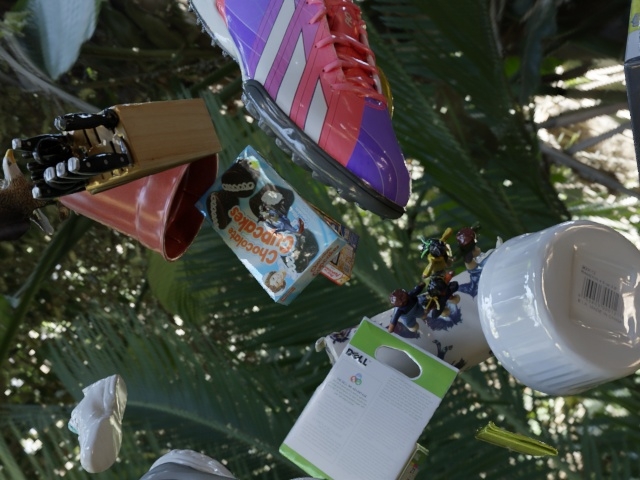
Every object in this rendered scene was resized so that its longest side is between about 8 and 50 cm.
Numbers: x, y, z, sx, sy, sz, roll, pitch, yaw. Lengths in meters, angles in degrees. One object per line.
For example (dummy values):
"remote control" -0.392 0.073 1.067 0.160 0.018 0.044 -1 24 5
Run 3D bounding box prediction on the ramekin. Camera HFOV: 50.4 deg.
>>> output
"ramekin" 0.404 0.101 1.082 0.277 0.277 0.135 -47 2 -26

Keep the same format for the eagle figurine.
"eagle figurine" -0.735 -0.107 1.560 0.299 0.226 0.225 -11 -85 -30

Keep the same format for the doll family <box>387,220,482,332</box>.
"doll family" 0.159 0.052 0.950 0.192 0.076 0.111 -65 -23 -11

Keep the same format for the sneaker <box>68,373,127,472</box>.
"sneaker" -0.405 0.330 1.203 0.212 0.094 0.080 -100 -4 -61

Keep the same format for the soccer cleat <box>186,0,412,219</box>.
"soccer cleat" -0.005 -0.147 0.534 0.116 0.318 0.109 -43 -39 15

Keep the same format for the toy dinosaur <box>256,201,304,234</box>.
"toy dinosaur" -0.062 -0.034 1.138 0.090 0.082 0.047 -20 -47 -80

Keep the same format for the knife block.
"knife block" -0.248 -0.129 0.892 0.276 0.088 0.242 -22 7 -20

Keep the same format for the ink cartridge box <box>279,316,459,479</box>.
"ink cartridge box" 0.088 0.282 1.081 0.255 0.189 0.097 -56 -30 -11

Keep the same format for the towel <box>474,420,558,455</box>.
"towel" 0.293 0.304 1.035 0.237 0.102 0.021 62 -136 -70

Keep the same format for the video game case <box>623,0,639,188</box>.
"video game case" 0.371 -0.118 0.747 0.248 0.035 0.274 -58 -46 -47

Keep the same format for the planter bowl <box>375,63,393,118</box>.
"planter bowl" 0.047 -0.295 1.495 0.217 0.090 0.217 -8 -75 -32

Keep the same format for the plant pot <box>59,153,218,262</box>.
"plant pot" -0.398 -0.124 1.475 0.272 0.265 0.272 20 -90 -84

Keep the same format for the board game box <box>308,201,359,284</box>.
"board game box" 0.000 0.000 1.677 0.045 0.194 0.146 -39 25 41

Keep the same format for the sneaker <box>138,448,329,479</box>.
"sneaker" -0.076 0.299 0.718 0.108 0.272 0.100 12 -94 -77

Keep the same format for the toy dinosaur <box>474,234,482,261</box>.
"toy dinosaur" 0.359 0.118 1.544 0.313 0.121 0.160 -62 -3 -26

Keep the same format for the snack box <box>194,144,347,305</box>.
"snack box" -0.113 -0.037 1.463 0.187 0.322 0.060 -47 -28 6

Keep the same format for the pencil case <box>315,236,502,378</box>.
"pencil case" 0.200 0.162 1.229 0.411 0.183 0.159 -26 -40 -1
